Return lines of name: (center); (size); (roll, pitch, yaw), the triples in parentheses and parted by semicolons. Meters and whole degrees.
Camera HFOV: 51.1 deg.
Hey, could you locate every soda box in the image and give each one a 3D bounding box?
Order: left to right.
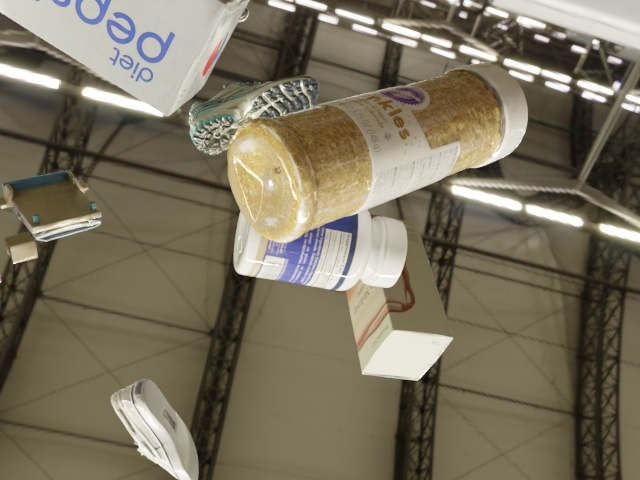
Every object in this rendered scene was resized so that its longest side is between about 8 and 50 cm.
soda box: (-0.199, -0.215, 0.482); (0.286, 0.098, 0.091); (32, -154, -8)

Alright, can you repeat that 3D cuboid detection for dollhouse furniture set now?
dollhouse furniture set: (-0.540, 0.026, 1.280); (0.303, 0.198, 0.286); (-19, -144, -33)

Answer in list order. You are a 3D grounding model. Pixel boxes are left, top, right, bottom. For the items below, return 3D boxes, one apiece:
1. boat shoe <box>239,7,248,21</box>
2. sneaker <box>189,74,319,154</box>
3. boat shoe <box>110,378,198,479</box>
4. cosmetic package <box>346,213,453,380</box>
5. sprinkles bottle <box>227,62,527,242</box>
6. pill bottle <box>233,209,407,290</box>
boat shoe: (-0.197, -0.462, 1.282); (0.125, 0.046, 0.038); (31, -176, -3)
sneaker: (-0.143, -0.290, 1.373); (0.283, 0.110, 0.122); (-22, -126, -5)
boat shoe: (-0.332, 0.397, 1.351); (0.088, 0.267, 0.096); (-18, -148, 9)
cosmetic package: (0.138, 0.107, 1.321); (0.129, 0.153, 0.296); (10, -138, -21)
sprinkles bottle: (0.076, -0.105, 0.719); (0.355, 0.121, 0.121); (-23, -132, -37)
pill bottle: (0.000, 0.000, 0.787); (0.187, 0.112, 0.112); (11, -150, -16)
